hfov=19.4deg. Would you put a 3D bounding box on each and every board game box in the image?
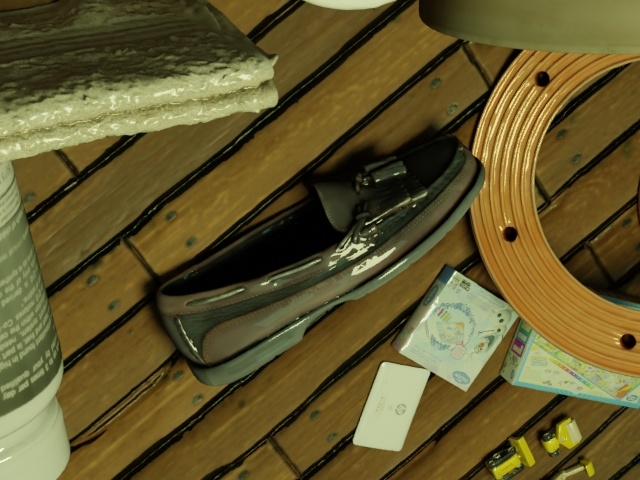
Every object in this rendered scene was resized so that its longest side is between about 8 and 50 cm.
[{"bbox_3d":[0.123,0.080,1.693,0.090,0.020,0.090,32,94,-33],"label":"board game box"},{"bbox_3d":[0.253,0.097,1.760,0.154,0.026,0.103,13,104,-30],"label":"board game box"}]

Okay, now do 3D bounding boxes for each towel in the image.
[{"bbox_3d":[-0.185,-0.123,1.358,0.282,0.187,0.049,-14,120,-22],"label":"towel"}]

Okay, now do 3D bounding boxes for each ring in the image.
[{"bbox_3d":[0.294,-0.047,1.604,0.337,0.032,0.336,2,97,15],"label":"ring"}]

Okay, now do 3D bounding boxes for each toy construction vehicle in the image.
[{"bbox_3d":[0.210,0.216,1.789,0.098,0.035,0.086,-33,110,-13],"label":"toy construction vehicle"}]

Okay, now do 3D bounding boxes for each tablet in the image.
[{"bbox_3d":[0.065,0.152,1.703,0.054,0.006,0.083,12,105,-30],"label":"tablet"}]

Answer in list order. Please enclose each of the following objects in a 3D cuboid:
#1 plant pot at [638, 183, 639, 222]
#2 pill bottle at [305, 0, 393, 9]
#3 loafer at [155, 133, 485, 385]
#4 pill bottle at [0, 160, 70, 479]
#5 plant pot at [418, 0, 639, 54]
[{"bbox_3d":[0.413,-0.025,1.704,0.191,0.174,0.191,-11,117,-22],"label":"plant pot"},{"bbox_3d":[-0.033,-0.280,1.288,0.176,0.318,0.176,-10,115,-22],"label":"pill bottle"},{"bbox_3d":[0.000,0.000,1.552,0.302,0.109,0.095,-37,118,-5],"label":"loafer"},{"bbox_3d":[-0.284,0.057,1.399,0.161,0.161,0.283,-20,118,-18],"label":"pill bottle"},{"bbox_3d":[0.232,-0.309,1.422,0.323,0.323,0.280,-9,107,-23],"label":"plant pot"}]
